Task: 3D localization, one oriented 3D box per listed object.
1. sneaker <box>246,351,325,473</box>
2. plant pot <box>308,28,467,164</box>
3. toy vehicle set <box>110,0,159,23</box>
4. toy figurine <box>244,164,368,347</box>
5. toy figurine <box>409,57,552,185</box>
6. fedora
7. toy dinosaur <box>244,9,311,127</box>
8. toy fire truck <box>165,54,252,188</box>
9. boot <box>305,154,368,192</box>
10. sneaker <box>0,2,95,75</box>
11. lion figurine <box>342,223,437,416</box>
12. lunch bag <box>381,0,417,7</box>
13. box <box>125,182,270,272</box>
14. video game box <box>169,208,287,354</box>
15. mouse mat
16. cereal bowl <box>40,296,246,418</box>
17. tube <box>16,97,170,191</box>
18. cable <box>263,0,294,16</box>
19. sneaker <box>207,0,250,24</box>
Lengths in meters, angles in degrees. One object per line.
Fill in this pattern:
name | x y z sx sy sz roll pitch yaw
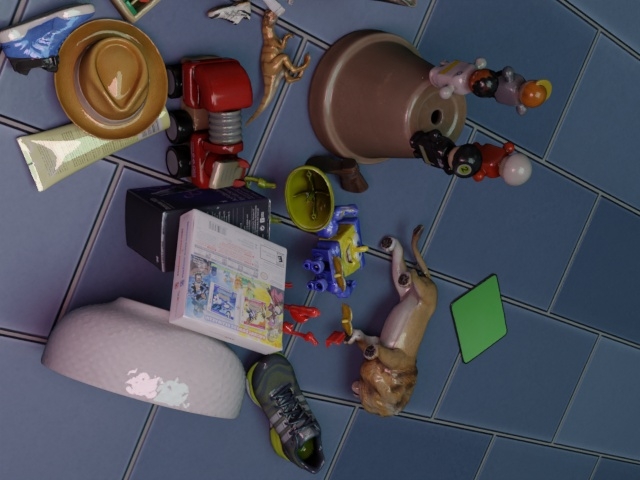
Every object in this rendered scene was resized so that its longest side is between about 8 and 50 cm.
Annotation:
sneaker | -0.056 0.349 1.904 0.111 0.121 0.300 -36 125 -21
plant pot | 0.146 -0.249 1.757 0.263 0.229 0.263 -15 116 -32
toy vehicle set | -0.313 -0.493 1.450 0.166 0.035 0.267 -46 128 -13
toy figurine | 0.000 0.000 1.838 0.217 0.191 0.363 -41 125 -55
toy figurine | 0.283 -0.205 1.628 0.213 0.148 0.210 8 103 -38
fedora | -0.322 -0.255 1.473 0.194 0.079 0.194 0 90 -21
toy dinosaur | -0.081 -0.306 1.688 0.112 0.064 0.212 2 97 -18
toy fire truck | -0.169 -0.178 1.539 0.158 0.246 0.217 -12 114 -33
boot | 0.034 -0.125 1.841 0.114 0.106 0.037 56 42 -65
sneaker | -0.407 -0.304 1.437 0.152 0.058 0.085 -27 116 -21
lion figurine | 0.175 0.181 2.002 0.240 0.142 0.392 38 79 -46
lunch bag | 0.091 -0.561 1.591 0.169 0.235 0.287 10 102 -33
box | -0.213 -0.030 1.625 0.207 0.153 0.108 -9 112 -34
video game box | -0.144 0.070 1.525 0.205 0.048 0.187 25 54 -38
mouse mat | 0.379 0.187 2.237 0.152 0.007 0.190 -31 124 -23
cereal bowl | -0.277 0.180 1.551 0.339 0.339 0.141 21 82 -39
tube | -0.364 -0.169 1.528 0.240 0.070 0.062 -27 161 -22
cable | -0.123 -0.523 1.523 0.257 0.089 0.257 23 80 -45
sneaker | -0.154 -0.386 1.610 0.083 0.032 0.037 -20 118 -28
